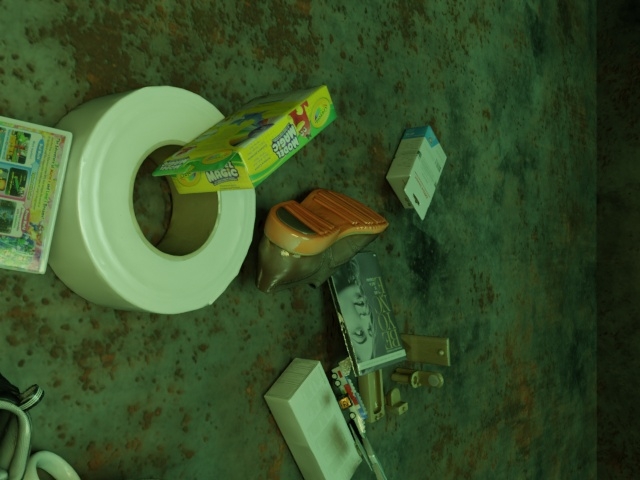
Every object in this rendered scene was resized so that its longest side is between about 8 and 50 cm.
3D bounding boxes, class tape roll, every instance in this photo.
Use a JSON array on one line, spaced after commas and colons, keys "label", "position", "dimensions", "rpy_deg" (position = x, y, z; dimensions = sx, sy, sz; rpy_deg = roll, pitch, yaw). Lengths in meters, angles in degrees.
[{"label": "tape roll", "position": [-0.212, -0.048, 0.869], "dimensions": [0.286, 0.100, 0.286], "rpy_deg": [1, 89, -53]}]

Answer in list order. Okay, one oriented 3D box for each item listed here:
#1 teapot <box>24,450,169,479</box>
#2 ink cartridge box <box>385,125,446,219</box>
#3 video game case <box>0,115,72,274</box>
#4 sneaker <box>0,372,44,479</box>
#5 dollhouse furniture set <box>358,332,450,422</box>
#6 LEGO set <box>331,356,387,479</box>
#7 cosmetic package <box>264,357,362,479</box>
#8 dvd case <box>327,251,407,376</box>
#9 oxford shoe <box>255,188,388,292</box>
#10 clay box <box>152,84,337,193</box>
[{"label": "teapot", "position": [-0.222, 0.373, 0.798], "dimensions": [0.253, 0.187, 0.255], "rpy_deg": [2, 106, -26]}, {"label": "ink cartridge box", "position": [0.198, -0.141, 1.437], "dimensions": [0.104, 0.060, 0.180], "rpy_deg": [52, 51, -40]}, {"label": "video game case", "position": [-0.345, -0.053, 0.705], "dimensions": [0.143, 0.019, 0.157], "rpy_deg": [11, 79, -21]}, {"label": "sneaker", "position": [-0.371, 0.220, 0.615], "dimensions": [0.268, 0.153, 0.101], "rpy_deg": [-55, 131, -37]}, {"label": "dollhouse furniture set", "position": [0.168, 0.274, 1.346], "dimensions": [0.151, 0.123, 0.144], "rpy_deg": [-11, 99, -52]}, {"label": "LEGO set", "position": [0.082, 0.328, 1.209], "dimensions": [0.244, 0.060, 0.182], "rpy_deg": [64, 0, -28]}, {"label": "cosmetic package", "position": [-0.009, 0.324, 1.166], "dimensions": [0.099, 0.061, 0.239], "rpy_deg": [-45, 124, -41]}, {"label": "dvd case", "position": [0.085, 0.130, 1.270], "dimensions": [0.165, 0.018, 0.221], "rpy_deg": [-3, 75, -53]}, {"label": "oxford shoe", "position": [0.000, 0.000, 1.162], "dimensions": [0.364, 0.130, 0.132], "rpy_deg": [-14, 134, -59]}, {"label": "clay box", "position": [-0.090, -0.119, 0.841], "dimensions": [0.222, 0.128, 0.053], "rpy_deg": [-47, 125, -41]}]
